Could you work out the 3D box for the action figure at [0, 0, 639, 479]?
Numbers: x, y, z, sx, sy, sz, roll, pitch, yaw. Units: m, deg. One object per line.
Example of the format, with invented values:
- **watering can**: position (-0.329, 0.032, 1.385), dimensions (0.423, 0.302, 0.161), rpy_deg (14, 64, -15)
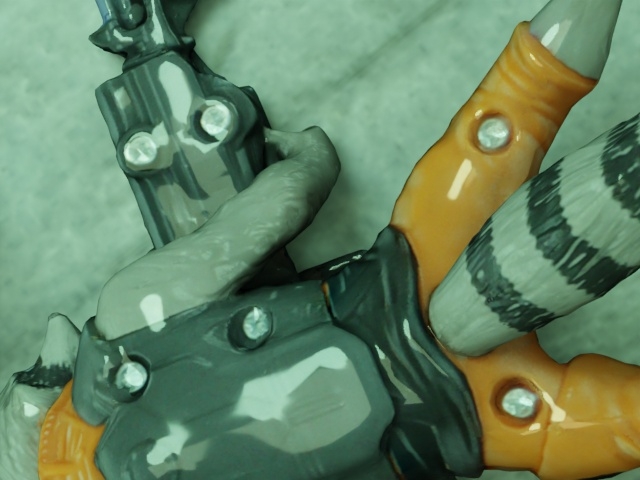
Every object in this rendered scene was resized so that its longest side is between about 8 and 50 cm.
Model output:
- **action figure**: position (0.000, 0.000, 0.520), dimensions (0.330, 0.178, 0.341), rpy_deg (-31, 84, 16)
